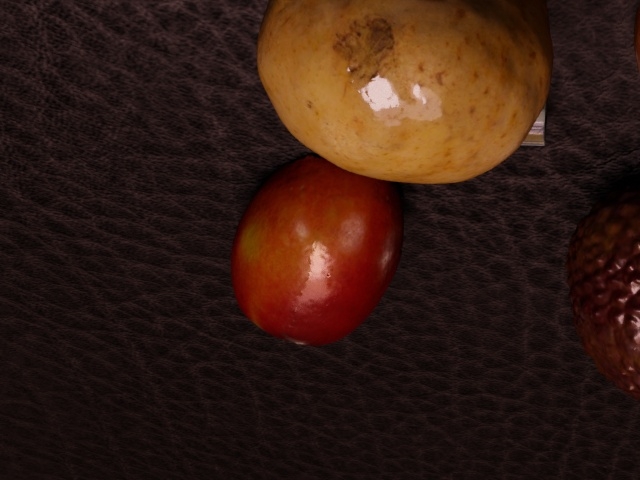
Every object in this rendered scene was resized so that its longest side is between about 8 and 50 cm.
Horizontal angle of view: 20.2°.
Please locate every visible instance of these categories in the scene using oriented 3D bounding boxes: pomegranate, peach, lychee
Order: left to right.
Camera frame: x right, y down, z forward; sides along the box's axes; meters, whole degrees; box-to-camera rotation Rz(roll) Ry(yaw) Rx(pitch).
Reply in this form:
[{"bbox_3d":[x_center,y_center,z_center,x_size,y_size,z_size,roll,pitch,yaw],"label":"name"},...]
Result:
[{"bbox_3d":[0.000,0.000,2.013,0.190,0.226,0.196,31,-160,22],"label":"peach"},{"bbox_3d":[0.074,-0.163,1.543,0.260,0.260,0.260,5,154,3],"label":"pomegranate"},{"bbox_3d":[0.383,0.053,1.894,0.260,0.260,0.260,5,154,3],"label":"lychee"}]

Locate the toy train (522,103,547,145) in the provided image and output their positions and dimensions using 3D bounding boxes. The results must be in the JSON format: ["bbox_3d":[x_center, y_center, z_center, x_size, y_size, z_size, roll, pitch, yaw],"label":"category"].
[{"bbox_3d":[0.103,-0.125,1.823,0.252,0.048,0.055,2,151,10],"label":"toy train"}]

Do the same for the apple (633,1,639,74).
[{"bbox_3d":[0.390,-0.147,1.596,0.254,0.179,0.346,39,163,23],"label":"apple"}]
